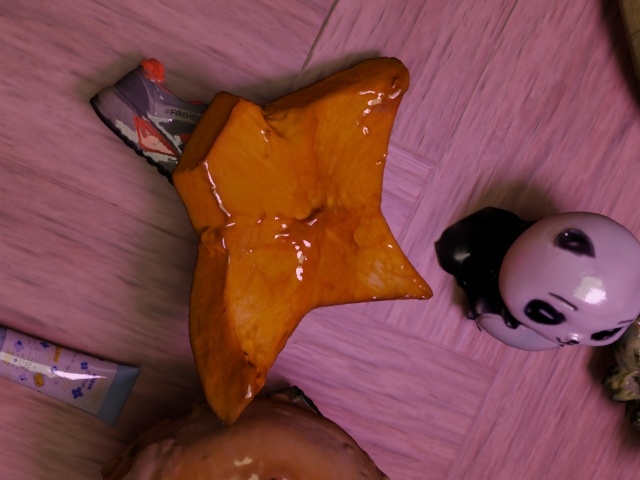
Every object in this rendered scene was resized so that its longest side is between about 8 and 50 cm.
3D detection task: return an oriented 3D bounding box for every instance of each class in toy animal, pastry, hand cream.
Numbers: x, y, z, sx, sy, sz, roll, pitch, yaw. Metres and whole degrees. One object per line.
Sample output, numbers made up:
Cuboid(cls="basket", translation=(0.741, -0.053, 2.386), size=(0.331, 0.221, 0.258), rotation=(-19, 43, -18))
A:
Cuboid(cls="toy animal", translation=(0.223, 0.039, 0.890), size=(0.166, 0.179, 0.138), rotation=(15, 83, -23))
Cuboid(cls="pastry", translation=(-0.064, 0.275, 0.851), size=(0.284, 0.184, 0.316), rotation=(-16, 115, 4))
Cuboid(cls="hand cream", translation=(-0.258, 0.118, 0.854), size=(0.170, 0.043, 0.065), rotation=(25, 94, -19))

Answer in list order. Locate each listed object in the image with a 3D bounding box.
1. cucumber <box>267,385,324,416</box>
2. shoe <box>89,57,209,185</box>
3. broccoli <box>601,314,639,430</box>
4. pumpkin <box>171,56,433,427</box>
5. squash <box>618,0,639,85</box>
Cuboid(cls="cucumber", translation=(-0.017, 0.198, 0.930), size=(0.067, 0.035, 0.107), rotation=(-30, 108, 14))
Cuboid(cls="shoe", translation=(-0.115, -0.083, 0.836), size=(0.194, 0.074, 0.077), rotation=(43, 84, -15))
Cuboid(cls="broccoli", translation=(0.445, 0.157, 0.914), size=(0.288, 0.245, 0.248), rotation=(11, 73, -4))
Cuboid(cls="pumpkin", translation=(-0.018, -0.014, 0.816), size=(0.290, 0.095, 0.258), rotation=(-22, 105, -40))
Cuboid(cls="squash", translation=(0.391, -0.142, 0.921), size=(0.118, 0.118, 0.370), rotation=(-41, 105, -3))
